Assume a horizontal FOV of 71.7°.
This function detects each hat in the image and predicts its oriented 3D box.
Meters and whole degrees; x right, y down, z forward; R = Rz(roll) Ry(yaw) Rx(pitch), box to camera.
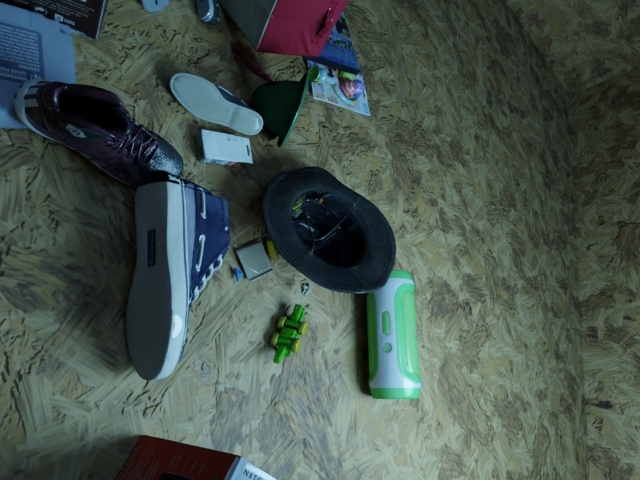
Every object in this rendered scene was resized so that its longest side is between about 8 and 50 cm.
[{"bbox_3d":[-0.143,-0.323,0.981,0.184,0.208,0.172,20,107,-16],"label":"hat"},{"bbox_3d":[0.000,0.000,0.983,0.332,0.134,0.331,19,49,-23],"label":"hat"}]

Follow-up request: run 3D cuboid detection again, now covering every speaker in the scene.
[{"bbox_3d":[0.174,0.226,1.074,0.131,0.131,0.296,15,67,-39],"label":"speaker"}]

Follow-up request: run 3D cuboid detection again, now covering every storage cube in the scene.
[{"bbox_3d":[-0.082,-0.559,1.012,0.193,0.183,0.215,-17,65,-41],"label":"storage cube"}]

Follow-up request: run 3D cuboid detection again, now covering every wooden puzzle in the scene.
[{"bbox_3d":[-0.138,0.043,0.927,0.116,0.014,0.078,-16,83,-44],"label":"wooden puzzle"}]

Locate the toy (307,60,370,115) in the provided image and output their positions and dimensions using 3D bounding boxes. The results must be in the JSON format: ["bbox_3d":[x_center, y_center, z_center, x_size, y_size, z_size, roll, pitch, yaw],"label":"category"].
[{"bbox_3d":[0.068,-0.443,1.243,0.237,0.056,0.136,-1,78,-43],"label":"toy"}]

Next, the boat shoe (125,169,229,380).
[{"bbox_3d":[-0.229,0.058,0.767,0.158,0.127,0.340,12,77,-55],"label":"boat shoe"}]

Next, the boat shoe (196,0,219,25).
[{"bbox_3d":[-0.253,-0.550,0.996,0.040,0.049,0.142,15,67,-59],"label":"boat shoe"}]

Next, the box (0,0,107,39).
[{"bbox_3d":[-0.421,-0.485,0.718,0.169,0.167,0.203,14,66,-29],"label":"box"}]

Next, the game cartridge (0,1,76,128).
[{"bbox_3d":[-0.524,-0.267,0.647,0.294,0.060,0.195,0,73,-42],"label":"game cartridge"}]

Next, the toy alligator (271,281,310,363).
[{"bbox_3d":[-0.055,0.179,0.935,0.051,0.056,0.189,84,23,-52],"label":"toy alligator"}]

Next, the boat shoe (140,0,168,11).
[{"bbox_3d":[-0.324,-0.526,0.809,0.083,0.226,0.075,-29,86,-27],"label":"boat shoe"}]

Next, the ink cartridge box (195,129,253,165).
[{"bbox_3d":[-0.201,-0.192,0.933,0.115,0.029,0.062,0,76,-44],"label":"ink cartridge box"}]

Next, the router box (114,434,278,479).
[{"bbox_3d":[-0.096,0.410,0.645,0.335,0.301,0.082,45,51,-24],"label":"router box"}]

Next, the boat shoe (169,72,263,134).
[{"bbox_3d":[-0.221,-0.290,0.941,0.206,0.075,0.065,22,19,-30],"label":"boat shoe"}]

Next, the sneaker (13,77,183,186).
[{"bbox_3d":[-0.308,-0.155,0.699,0.281,0.163,0.106,24,79,-49],"label":"sneaker"}]

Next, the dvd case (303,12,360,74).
[{"bbox_3d":[0.008,-0.579,1.216,0.181,0.022,0.252,2,66,-34],"label":"dvd case"}]
